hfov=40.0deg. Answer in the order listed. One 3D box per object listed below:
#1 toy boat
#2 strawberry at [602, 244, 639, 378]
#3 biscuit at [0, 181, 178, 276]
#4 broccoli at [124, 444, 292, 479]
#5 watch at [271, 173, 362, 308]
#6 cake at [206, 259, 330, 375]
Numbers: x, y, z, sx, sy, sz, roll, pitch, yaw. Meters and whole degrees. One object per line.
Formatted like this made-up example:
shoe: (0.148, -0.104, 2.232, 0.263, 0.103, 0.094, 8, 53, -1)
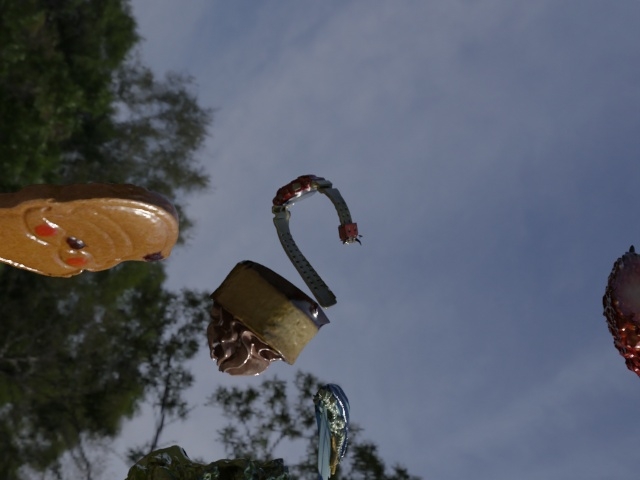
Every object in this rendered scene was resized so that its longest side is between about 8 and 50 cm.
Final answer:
toy boat: (0.004, 0.429, 1.784, 0.066, 0.221, 0.291, 2, -148, 14)
strawberry: (0.509, 0.125, 1.354, 0.137, 0.306, 0.234, -35, -151, 46)
biscuit: (-0.538, -0.020, 1.922, 0.455, 0.350, 0.078, -9, -121, 4)
broccoli: (-0.200, 0.366, 1.223, 0.245, 0.288, 0.248, 47, -52, 44)
watch: (0.000, -0.009, 1.854, 0.165, 0.102, 0.268, -39, -104, 28)
cake: (-0.112, 0.151, 1.492, 0.207, 0.185, 0.178, 9, -120, 54)
